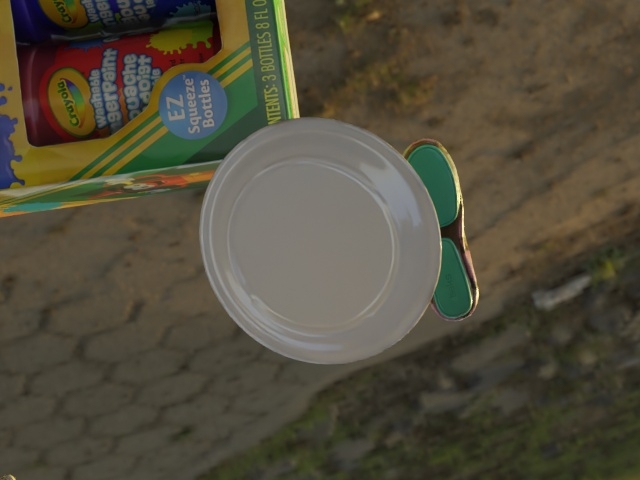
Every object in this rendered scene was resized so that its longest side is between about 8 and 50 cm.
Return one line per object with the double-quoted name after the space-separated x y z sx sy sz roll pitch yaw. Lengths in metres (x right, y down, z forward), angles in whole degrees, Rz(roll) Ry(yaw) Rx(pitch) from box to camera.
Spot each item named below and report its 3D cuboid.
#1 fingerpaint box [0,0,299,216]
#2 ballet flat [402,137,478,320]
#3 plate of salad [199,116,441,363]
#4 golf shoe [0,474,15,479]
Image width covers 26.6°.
-0.228 -0.268 1.347 0.371 0.444 0.163 -7 174 3 "fingerpaint box"
0.135 -0.016 1.570 0.077 0.221 0.079 -14 -165 7 "ballet flat"
0.000 0.000 1.068 0.200 0.200 0.048 -29 -176 22 "plate of salad"
-0.200 0.199 0.772 0.273 0.120 0.105 20 -177 36 "golf shoe"
